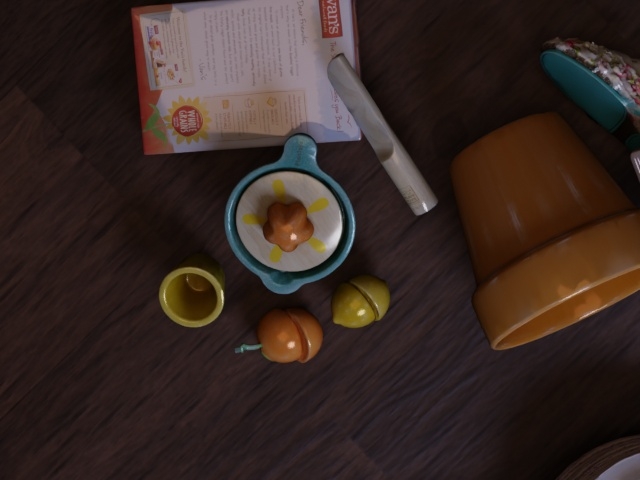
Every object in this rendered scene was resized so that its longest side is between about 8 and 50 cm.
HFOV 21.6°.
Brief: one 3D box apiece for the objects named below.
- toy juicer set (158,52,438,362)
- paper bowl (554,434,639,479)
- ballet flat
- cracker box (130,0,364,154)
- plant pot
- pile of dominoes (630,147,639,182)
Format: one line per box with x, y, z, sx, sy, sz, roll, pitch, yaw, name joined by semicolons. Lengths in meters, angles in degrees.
0.000;0.000;1.713;0.209;0.089;0.329;36;111;-8;toy juicer set
0.353;0.343;1.678;0.284;0.148;0.284;0;93;-9;paper bowl
0.329;-0.136;1.711;0.241;0.091;0.077;42;68;-3;ballet flat
-0.073;-0.175;1.749;0.232;0.067;0.156;-3;97;7;cracker box
0.224;-0.018;1.677;0.205;0.205;0.188;-27;77;8;plant pot
0.435;-0.024;1.654;0.196;0.040;0.251;-13;114;31;pile of dominoes
